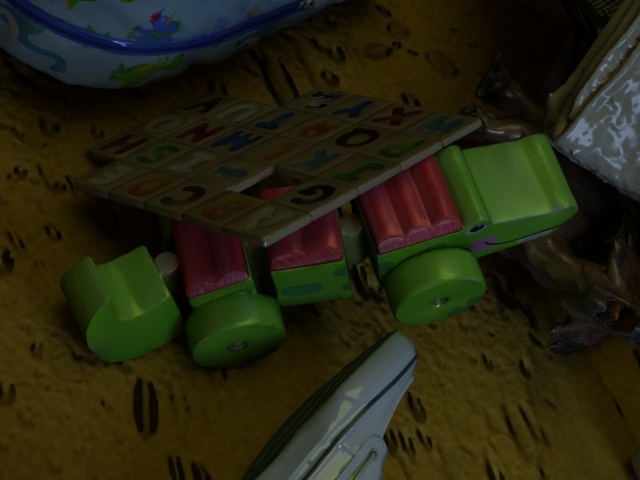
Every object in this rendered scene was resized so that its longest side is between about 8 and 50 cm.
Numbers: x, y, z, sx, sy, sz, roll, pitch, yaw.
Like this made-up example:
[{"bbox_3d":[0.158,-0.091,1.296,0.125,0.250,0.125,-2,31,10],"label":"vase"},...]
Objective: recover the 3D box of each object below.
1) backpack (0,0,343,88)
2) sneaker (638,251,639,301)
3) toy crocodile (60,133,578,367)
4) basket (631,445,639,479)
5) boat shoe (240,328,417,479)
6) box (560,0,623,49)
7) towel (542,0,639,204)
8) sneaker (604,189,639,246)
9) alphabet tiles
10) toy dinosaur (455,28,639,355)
[{"bbox_3d":[-0.115,-0.261,1.134,0.355,0.273,0.290,-35,82,-27],"label":"backpack"},{"bbox_3d":[0.283,0.024,1.219,0.059,0.053,0.144,27,57,-4],"label":"sneaker"},{"bbox_3d":[0.000,0.000,1.018,0.340,0.105,0.115,-14,65,-2],"label":"toy crocodile"},{"bbox_3d":[0.462,0.126,1.045,0.328,0.331,0.266,-23,70,-36],"label":"basket"},{"bbox_3d":[-0.001,0.153,0.978,0.076,0.083,0.226,47,60,-3],"label":"boat shoe"},{"bbox_3d":[0.267,-0.207,1.232,0.165,0.143,0.270,54,12,-35],"label":"box"},{"bbox_3d":[0.307,-0.080,1.098,0.282,0.187,0.049,33,9,-21],"label":"towel"},{"bbox_3d":[0.232,-0.034,1.252,0.044,0.040,0.109,33,37,-37],"label":"sneaker"},{"bbox_3d":[-0.043,-0.062,1.048,0.198,0.009,0.237,-30,32,-35],"label":"alphabet tiles"},{"bbox_3d":[0.180,-0.025,1.161,0.200,0.127,0.296,29,44,-3],"label":"toy dinosaur"}]
